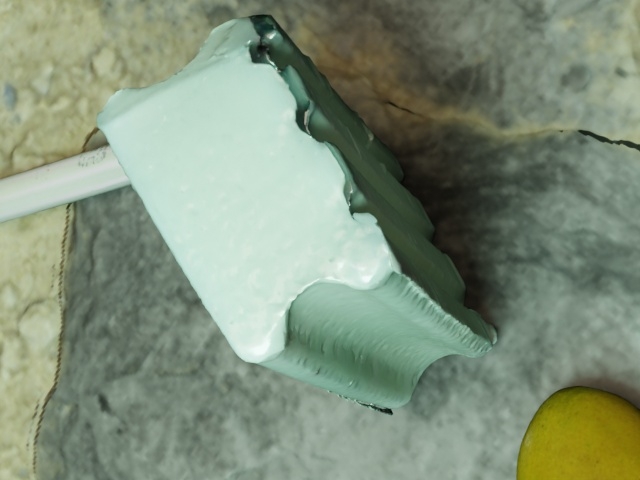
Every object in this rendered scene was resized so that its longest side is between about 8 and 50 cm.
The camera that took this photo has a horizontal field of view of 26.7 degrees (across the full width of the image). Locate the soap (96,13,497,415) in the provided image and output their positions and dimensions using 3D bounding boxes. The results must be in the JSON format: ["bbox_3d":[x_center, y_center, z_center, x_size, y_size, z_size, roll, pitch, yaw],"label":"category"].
[{"bbox_3d":[0.000,0.000,0.677,0.094,0.261,0.150,-31,70,8],"label":"soap"}]

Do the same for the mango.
[{"bbox_3d":[0.159,0.152,0.676,0.163,0.089,0.111,36,87,34],"label":"mango"}]

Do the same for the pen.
[{"bbox_3d":[-0.208,-0.028,0.895,0.269,0.033,0.033,-15,77,22],"label":"pen"}]
